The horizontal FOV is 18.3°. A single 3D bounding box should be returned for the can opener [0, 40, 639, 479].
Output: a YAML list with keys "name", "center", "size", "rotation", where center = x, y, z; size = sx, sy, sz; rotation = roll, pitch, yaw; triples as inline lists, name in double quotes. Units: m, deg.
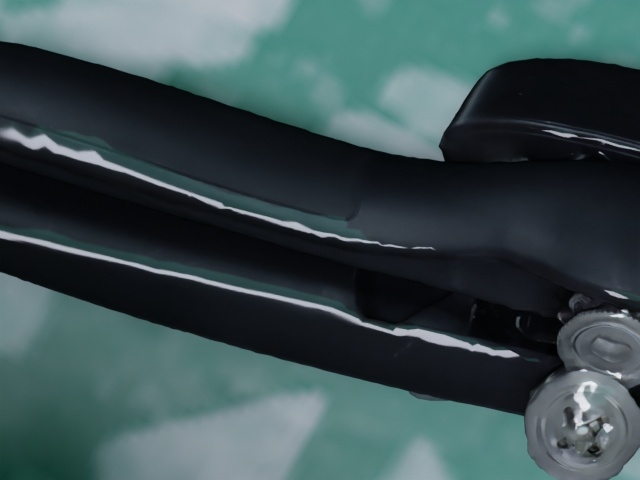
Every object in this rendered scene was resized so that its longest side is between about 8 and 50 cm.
- name: "can opener"
  center: [0.000, 0.000, 0.361]
  size: [0.186, 0.073, 0.059]
  rotation: [8, 124, 4]
